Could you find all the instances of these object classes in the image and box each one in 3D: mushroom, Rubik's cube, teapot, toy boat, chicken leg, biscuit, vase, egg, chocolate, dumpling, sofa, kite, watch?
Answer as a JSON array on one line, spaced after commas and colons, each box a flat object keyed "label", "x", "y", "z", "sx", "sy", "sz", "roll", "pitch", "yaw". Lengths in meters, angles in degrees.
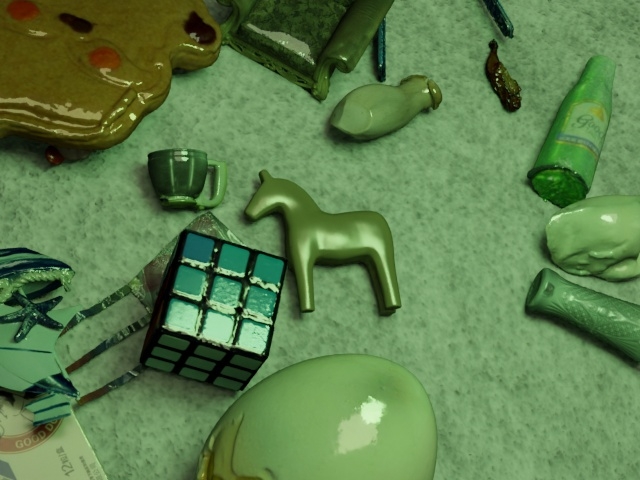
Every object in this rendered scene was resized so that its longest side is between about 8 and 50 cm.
[{"label": "mushroom", "x": 0.109, "y": -0.222, "z": 1.819, "sx": 0.213, "sy": 0.097, "sz": 0.088, "roll": -20, "pitch": 82, "yaw": -28}, {"label": "Rubik's cube", "x": -0.152, "y": 0.102, "z": 1.559, "sx": 0.162, "sy": 0.163, "sz": 0.160, "roll": 16, "pitch": 62, "yaw": -10}, {"label": "teapot", "x": -0.203, "y": -0.093, "z": 1.686, "sx": 0.124, "sy": 0.092, "sz": 0.090, "roll": -1, "pitch": 84, "yaw": -9}, {"label": "toy boat", "x": -0.403, "y": 0.115, "z": 1.513, "sx": 0.292, "sy": 0.070, "sz": 0.210, "roll": 30, "pitch": 57, "yaw": 22}, {"label": "chicken leg", "x": 0.322, "y": -0.294, "z": 1.944, "sx": 0.062, "sy": 0.037, "sz": 0.145, "roll": -8, "pitch": 69, "yaw": -42}, {"label": "biscuit", "x": -0.380, "y": -0.310, "z": 1.702, "sx": 0.350, "sy": 0.078, "sz": 0.455, "roll": 31, "pitch": 54, "yaw": 13}, {"label": "vase", "x": 0.445, "y": 0.118, "z": 1.773, "sx": 0.219, "sy": 0.096, "sz": 0.096, "roll": 23, "pitch": 64, "yaw": -2}, {"label": "egg", "x": 0.005, "y": 0.295, "z": 1.446, "sx": 0.283, "sy": 0.345, "sz": 0.283, "roll": 37, "pitch": 28, "yaw": -24}, {"label": "chocolate", "x": 0.453, "y": -0.202, "z": 1.908, "sx": 0.110, "sy": 0.110, "sz": 0.291, "roll": 27, "pitch": 61, "yaw": -3}, {"label": "dumpling", "x": 0.475, "y": -0.002, "z": 1.828, "sx": 0.229, "sy": 0.124, "sz": 0.151, "roll": -6, "pitch": 106, "yaw": -12}, {"label": "sofa", "x": -0.030, "y": -0.389, "z": 1.803, "sx": 0.258, "sy": 0.182, "sz": 0.200, "roll": 30, "pitch": 65, "yaw": -1}, {"label": "kite", "x": -0.239, "y": 0.103, "z": 1.629, "sx": 0.360, "sy": 0.022, "sz": 0.204, "roll": -28, "pitch": 78, "yaw": -28}, {"label": "watch", "x": 0.169, "y": -0.438, "z": 1.948, "sx": 0.276, "sy": 0.068, "sz": 0.274, "roll": -20, "pitch": 76, "yaw": -17}]

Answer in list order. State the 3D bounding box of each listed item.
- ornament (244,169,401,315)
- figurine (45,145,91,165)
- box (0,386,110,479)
[{"label": "ornament", "x": 0.000, "y": 0.000, "z": 1.715, "sx": 0.230, "sy": 0.061, "sz": 0.244, "roll": -3, "pitch": 70, "yaw": -14}, {"label": "figurine", "x": -0.379, "y": -0.157, "z": 1.675, "sx": 0.071, "sy": 0.067, "sz": 0.083, "roll": -24, "pitch": 69, "yaw": 16}, {"label": "box", "x": -0.384, "y": 0.357, "z": 1.458, "sx": 0.214, "sy": 0.069, "sz": 0.353, "roll": -26, "pitch": 75, "yaw": -23}]
